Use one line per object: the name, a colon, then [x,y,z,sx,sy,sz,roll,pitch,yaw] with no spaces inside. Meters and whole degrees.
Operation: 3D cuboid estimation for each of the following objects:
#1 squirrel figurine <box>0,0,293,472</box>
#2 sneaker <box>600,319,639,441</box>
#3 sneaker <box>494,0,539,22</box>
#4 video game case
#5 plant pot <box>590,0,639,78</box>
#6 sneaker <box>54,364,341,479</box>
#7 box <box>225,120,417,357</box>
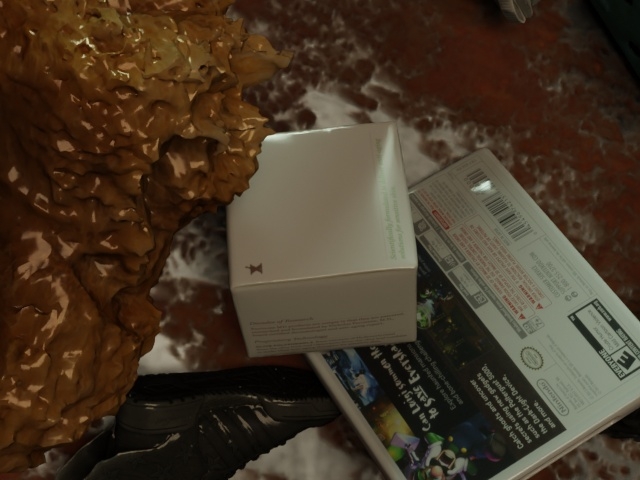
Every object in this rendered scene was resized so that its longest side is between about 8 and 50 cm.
squirrel figurine: [-0.229,-0.080,0.536,0.397,0.281,0.370,9,84,-28]
sneaker: [0.263,0.062,0.718,0.271,0.100,0.108,-6,62,-9]
sneaker: [0.178,-0.257,0.725,0.281,0.105,0.115,-43,129,-15]
video game case: [0.082,0.051,0.658,0.173,0.022,0.190,-29,62,-13]
plant pot: [0.301,-0.189,0.704,0.234,0.166,0.165,-34,94,-4]
sneaker: [-0.069,0.124,0.653,0.170,0.051,0.089,2,107,-28]
box: [0.000,0.000,0.630,0.102,0.087,0.101,-6,58,2]
